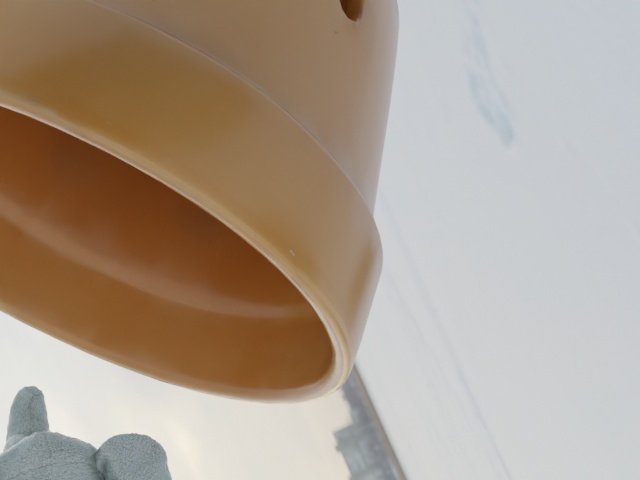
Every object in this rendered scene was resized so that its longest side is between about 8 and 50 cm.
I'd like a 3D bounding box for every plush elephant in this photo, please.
[{"bbox_3d":[-0.297,0.274,1.076,0.330,0.272,0.255,46,122,55],"label":"plush elephant"}]

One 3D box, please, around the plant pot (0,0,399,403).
[{"bbox_3d":[-0.085,-0.071,0.566,0.291,0.291,0.203,67,-139,-57],"label":"plant pot"}]
